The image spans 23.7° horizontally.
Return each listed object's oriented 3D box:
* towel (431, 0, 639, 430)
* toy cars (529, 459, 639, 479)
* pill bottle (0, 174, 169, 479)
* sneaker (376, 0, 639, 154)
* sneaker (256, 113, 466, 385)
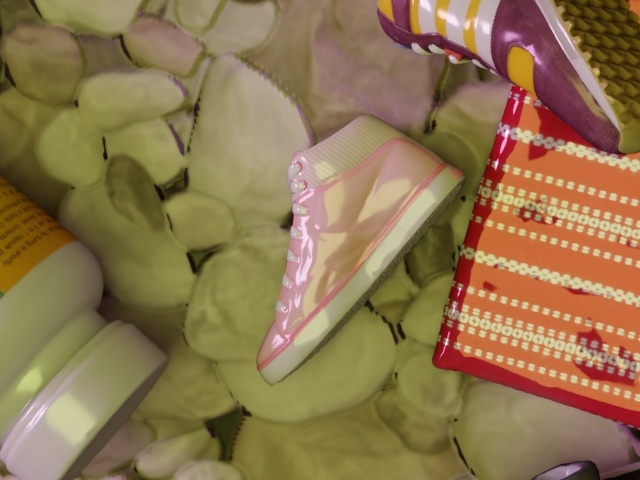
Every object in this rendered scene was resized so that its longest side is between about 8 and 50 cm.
[{"bbox_3d":[0.180,-0.042,0.687,0.198,0.031,0.275,18,99,8],"label":"towel"},{"bbox_3d":[0.120,0.220,0.691,0.176,0.087,0.394,30,102,7],"label":"toy cars"},{"bbox_3d":[-0.177,0.022,0.711,0.208,0.117,0.117,40,101,3],"label":"pill bottle"},{"bbox_3d":[0.076,-0.098,0.670,0.084,0.069,0.185,-46,63,33],"label":"sneaker"},{"bbox_3d":[0.000,0.000,0.713,0.070,0.051,0.134,40,98,5],"label":"sneaker"}]
